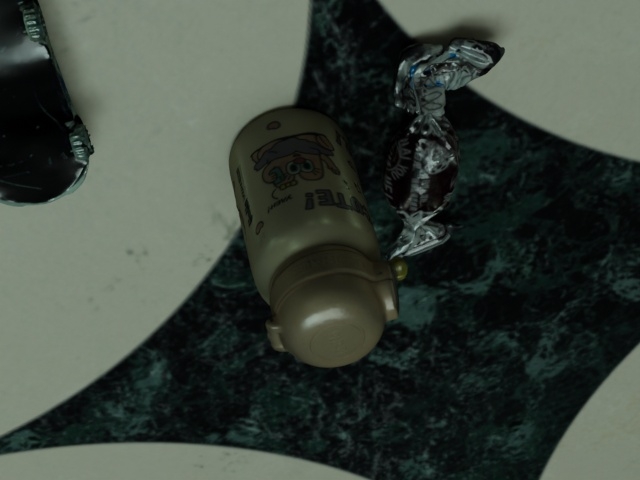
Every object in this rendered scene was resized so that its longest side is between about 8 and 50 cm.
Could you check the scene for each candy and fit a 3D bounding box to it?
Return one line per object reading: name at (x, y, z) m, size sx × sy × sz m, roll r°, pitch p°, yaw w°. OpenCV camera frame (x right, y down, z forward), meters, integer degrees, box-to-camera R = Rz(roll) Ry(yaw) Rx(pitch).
candy at (0.089, -0.064, 1.364) m, size 0.094 × 0.051 × 0.226 m, roll -2°, pitch 133°, yaw -16°

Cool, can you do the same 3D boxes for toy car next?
toy car at (-0.225, -0.106, 1.241) m, size 0.095 × 0.056 × 0.205 m, roll -15°, pitch 138°, yaw 0°

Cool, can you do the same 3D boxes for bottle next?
bottle at (0.000, 0.000, 1.290) m, size 0.110 × 0.209 × 0.097 m, roll -16°, pitch 134°, yaw 0°
